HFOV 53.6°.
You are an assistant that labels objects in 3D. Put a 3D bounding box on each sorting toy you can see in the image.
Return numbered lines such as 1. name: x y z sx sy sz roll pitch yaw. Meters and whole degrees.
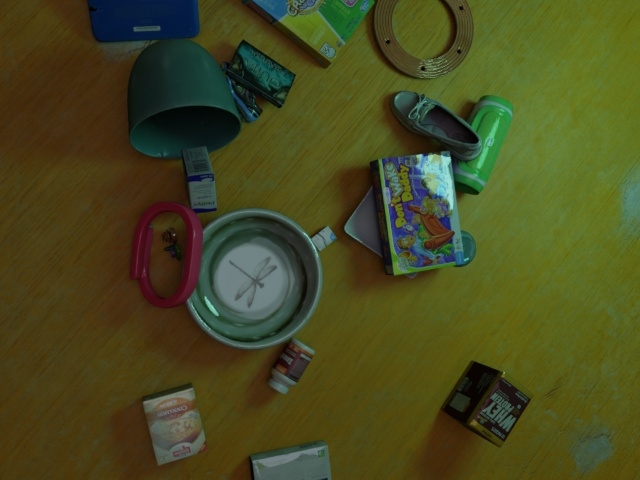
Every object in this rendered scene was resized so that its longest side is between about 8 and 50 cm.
1. sorting toy: -0.421 0.015 1.779 0.042 0.061 0.101 -14 70 -14

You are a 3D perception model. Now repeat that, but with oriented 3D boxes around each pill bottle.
1. pill bottle: -0.088 0.368 1.851 0.086 0.086 0.152 33 82 -12

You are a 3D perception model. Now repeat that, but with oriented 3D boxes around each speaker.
1. speaker: 0.499 -0.298 1.984 0.131 0.131 0.296 24 84 -13

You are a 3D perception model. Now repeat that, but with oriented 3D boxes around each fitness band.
1. fitness band: -0.417 0.039 1.723 0.209 0.054 0.290 4 88 25

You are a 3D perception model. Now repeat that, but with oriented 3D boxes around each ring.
1. ring: 0.323 -0.673 1.987 0.337 0.032 0.336 0 90 -15

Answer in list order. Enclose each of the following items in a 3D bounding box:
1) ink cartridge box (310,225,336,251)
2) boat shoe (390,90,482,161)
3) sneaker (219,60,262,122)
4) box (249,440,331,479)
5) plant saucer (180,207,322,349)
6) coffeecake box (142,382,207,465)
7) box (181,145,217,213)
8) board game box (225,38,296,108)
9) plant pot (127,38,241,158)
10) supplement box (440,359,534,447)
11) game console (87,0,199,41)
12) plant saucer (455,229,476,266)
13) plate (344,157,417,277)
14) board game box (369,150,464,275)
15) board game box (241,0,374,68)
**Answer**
1. ink cartridge box: 0.000 0.000 1.904 0.083 0.028 0.048 -38 99 -11
2. boat shoe: 0.349 -0.360 1.909 0.320 0.103 0.118 41 85 16
3. sneaker: -0.234 -0.430 1.834 0.078 0.067 0.188 -36 97 -33
4. box: -0.077 0.774 1.871 0.233 0.058 0.321 -6 90 -14
5. plant saucer: -0.197 0.108 1.816 0.401 0.100 0.399 0 90 -15
6. coffeecake box: -0.408 0.513 1.778 0.143 0.068 0.185 -14 94 -15
7. box: -0.334 -0.165 1.739 0.072 0.126 0.137 -10 136 -13
8. board game box: -0.170 -0.479 1.828 0.186 0.026 0.126 29 61 -20
9. plant pot: -0.375 -0.387 1.684 0.293 0.293 0.235 -9 75 -14
10. supplement box: 0.509 0.497 1.949 0.129 0.194 0.191 38 81 -12
11. game console: -0.502 -0.707 1.777 0.293 0.173 0.250 -7 123 -14
12. plant saucer: 0.447 0.026 2.023 0.120 0.021 0.119 0 89 -14
13. plate: 0.245 -0.068 1.959 0.277 0.045 0.278 35 81 -13
14. board game box: 0.291 -0.082 1.907 0.234 0.078 0.346 -9 92 -15
15. board game box: -0.035 -0.706 1.877 0.317 0.064 0.242 35 82 -12
